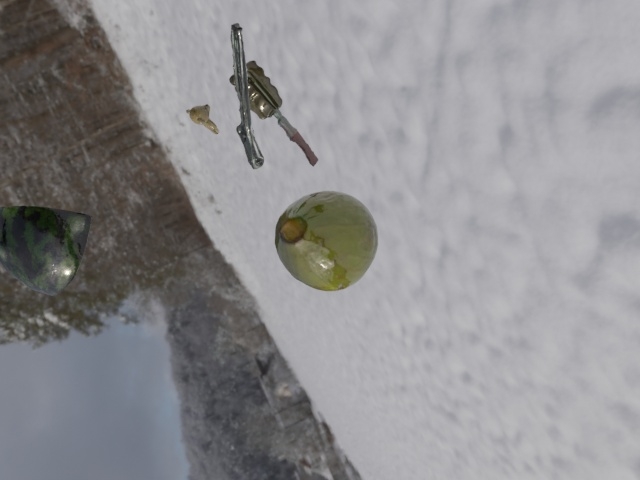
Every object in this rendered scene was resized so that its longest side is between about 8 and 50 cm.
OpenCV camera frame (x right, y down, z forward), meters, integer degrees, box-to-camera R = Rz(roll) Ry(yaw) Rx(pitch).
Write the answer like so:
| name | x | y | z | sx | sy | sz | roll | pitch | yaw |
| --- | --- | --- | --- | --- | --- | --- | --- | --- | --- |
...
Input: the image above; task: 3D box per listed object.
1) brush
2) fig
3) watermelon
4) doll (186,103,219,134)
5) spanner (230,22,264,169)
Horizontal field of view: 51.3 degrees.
| name | x | y | z | sx | sy | sz | roll | pitch | yaw |
| --- | --- | --- | --- | --- | --- | --- | --- | --- | --- |
| brush | -0.099 | -0.300 | 1.624 | 0.301 | 0.084 | 0.071 | 50 | 155 | -22 |
| fig | 0.000 | 0.000 | 1.532 | 0.271 | 0.239 | 0.239 | 8 | -132 | -52 |
| watermelon | -0.525 | 0.000 | 1.219 | 0.145 | 0.193 | 0.137 | 18 | -156 | -39 |
| doll | -0.264 | -0.268 | 1.495 | 0.061 | 0.051 | 0.093 | 38 | 159 | 24 |
| spanner | -0.135 | -0.245 | 1.186 | 0.325 | 0.026 | 0.093 | 90 | 154 | -55 |
